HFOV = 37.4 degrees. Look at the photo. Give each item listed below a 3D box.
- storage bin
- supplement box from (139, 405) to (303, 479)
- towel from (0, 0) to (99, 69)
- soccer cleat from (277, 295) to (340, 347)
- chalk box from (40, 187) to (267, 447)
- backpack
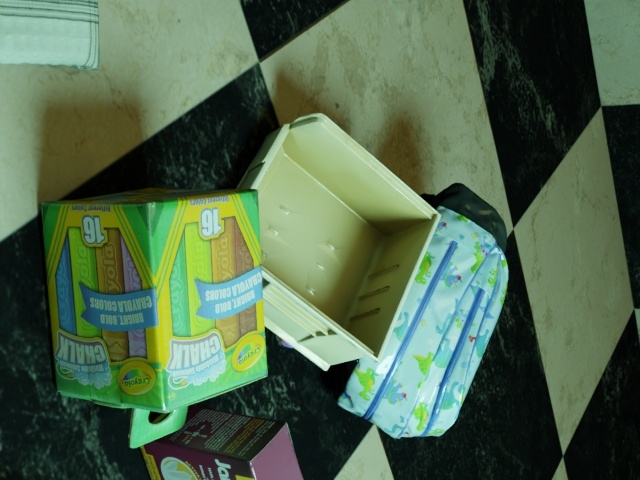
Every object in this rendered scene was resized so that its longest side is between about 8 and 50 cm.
[{"bbox_3d":[0.000,0.000,1.320,0.260,0.123,0.262,39,56,-20],"label":"storage bin"},{"bbox_3d":[-0.123,0.274,1.163,0.081,0.188,0.104,-39,122,-47],"label":"supplement box"},{"bbox_3d":[-0.348,-0.330,0.934,0.324,0.056,0.312,-9,99,-54],"label":"towel"},{"bbox_3d":[0.016,0.089,1.455,0.248,0.083,0.095,-56,139,-41],"label":"soccer cleat"},{"bbox_3d":[-0.183,0.090,1.078,0.180,0.179,0.289,-14,103,-54],"label":"chalk box"},{"bbox_3d":[0.156,0.135,1.501,0.273,0.290,0.355,41,60,6],"label":"backpack"}]
